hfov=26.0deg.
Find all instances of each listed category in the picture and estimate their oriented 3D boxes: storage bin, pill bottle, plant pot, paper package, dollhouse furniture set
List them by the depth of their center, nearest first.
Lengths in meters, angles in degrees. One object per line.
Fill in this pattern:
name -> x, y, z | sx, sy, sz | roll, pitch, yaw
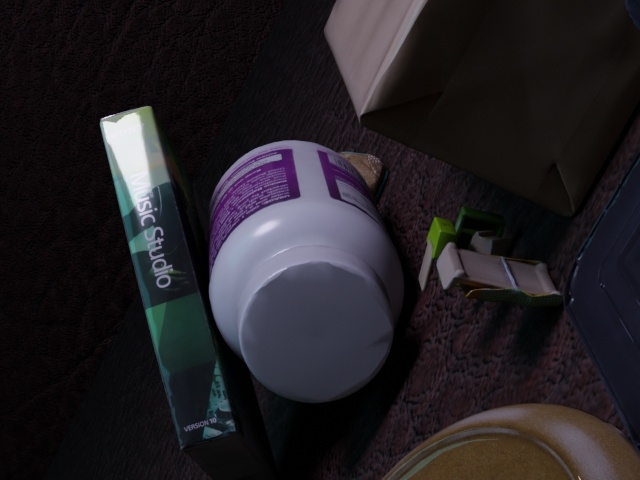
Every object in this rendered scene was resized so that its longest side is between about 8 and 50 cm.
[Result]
storage bin -> 0.186, 0.025, 0.608 | 0.122, 0.084, 0.180 | -62, 13, 19
plant pot -> 0.073, 0.185, 0.713 | 0.236, 0.032, 0.236 | -34, 37, 31
dollhouse furniture set -> 0.110, 0.029, 0.957 | 0.151, 0.076, 0.058 | -97, 20, -69
paper package -> 0.146, -0.217, 1.019 | 0.309, 0.168, 0.325 | -63, 12, 16
pill bottle -> -0.016, 0.026, 1.238 | 0.169, 0.169, 0.301 | -63, 12, 15

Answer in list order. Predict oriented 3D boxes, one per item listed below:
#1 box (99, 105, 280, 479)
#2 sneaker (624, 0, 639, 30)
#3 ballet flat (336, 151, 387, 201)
box -> -0.119, 0.064, 1.298 | 0.232, 0.058, 0.322 | 71, -179, -68
sneaker -> 0.270, -0.190, 0.653 | 0.131, 0.112, 0.319 | -54, 8, -31
ballet flat -> 0.000, 0.000, 1.450 | 0.206, 0.067, 0.073 | -67, 14, -1
